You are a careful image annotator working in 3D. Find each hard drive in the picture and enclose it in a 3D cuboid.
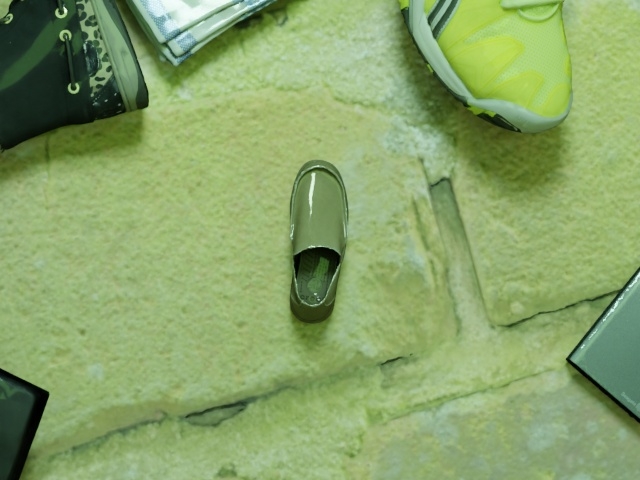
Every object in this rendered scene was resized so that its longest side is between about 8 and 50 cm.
[{"bbox_3d":[0.303,0.089,1.322,0.094,0.022,0.135,40,83,-2],"label":"hard drive"}]

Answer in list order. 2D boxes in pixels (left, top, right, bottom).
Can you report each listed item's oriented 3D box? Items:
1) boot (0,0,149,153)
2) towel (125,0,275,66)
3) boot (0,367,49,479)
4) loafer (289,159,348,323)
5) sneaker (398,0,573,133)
[{"bbox_3d":[-0.270,-0.193,1.248,0.178,0.085,0.236,-24,89,-5],"label":"boot"},{"bbox_3d":[-0.075,-0.312,1.304,0.285,0.034,0.209,-33,88,-9],"label":"towel"},{"bbox_3d":[-0.457,0.264,1.137,0.367,0.146,0.445,20,94,-17],"label":"boot"},{"bbox_3d":[0.000,0.000,1.280,0.056,0.050,0.148,0,86,-6],"label":"loafer"},{"bbox_3d":[0.149,-0.282,1.252,0.145,0.147,0.385,-16,90,-34],"label":"sneaker"}]
